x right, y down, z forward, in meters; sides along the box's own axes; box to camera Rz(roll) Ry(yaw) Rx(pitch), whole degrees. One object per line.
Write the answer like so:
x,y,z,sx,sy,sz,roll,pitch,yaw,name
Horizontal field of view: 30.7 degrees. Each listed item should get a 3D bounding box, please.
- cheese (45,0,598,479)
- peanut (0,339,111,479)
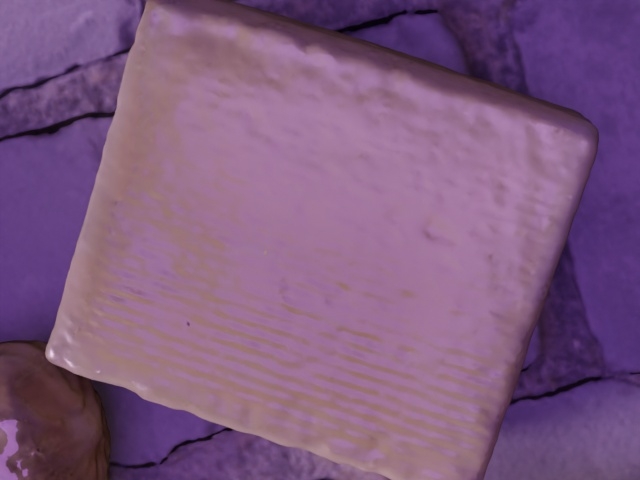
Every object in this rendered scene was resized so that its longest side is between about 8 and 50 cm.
0.000,0.000,0.702,0.265,0.124,0.242,18,101,3,cheese
-0.226,0.203,0.748,0.136,0.120,0.298,33,100,7,peanut
